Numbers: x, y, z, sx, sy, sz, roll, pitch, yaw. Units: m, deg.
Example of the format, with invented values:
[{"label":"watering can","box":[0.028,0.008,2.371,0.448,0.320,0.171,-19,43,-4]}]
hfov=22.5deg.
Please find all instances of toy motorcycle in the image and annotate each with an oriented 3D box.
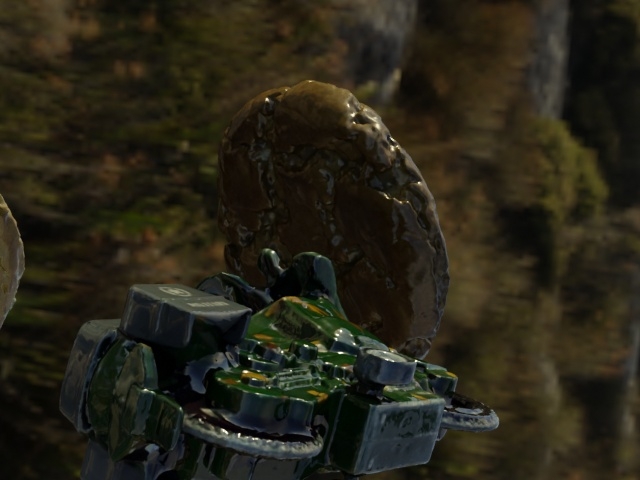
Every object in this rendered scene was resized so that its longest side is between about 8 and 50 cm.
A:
[{"label":"toy motorcycle","box":[-0.032,0.073,0.843,0.274,0.187,0.125,4,103,-59]}]

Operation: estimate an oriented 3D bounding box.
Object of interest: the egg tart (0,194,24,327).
[{"label":"egg tart","box":[-0.379,0.015,1.291,0.118,0.288,0.288,-88,177,-62]}]

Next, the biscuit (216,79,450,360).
[{"label":"biscuit","box":[0.000,0.000,1.083,0.042,0.226,0.226,-26,127,-37]}]
